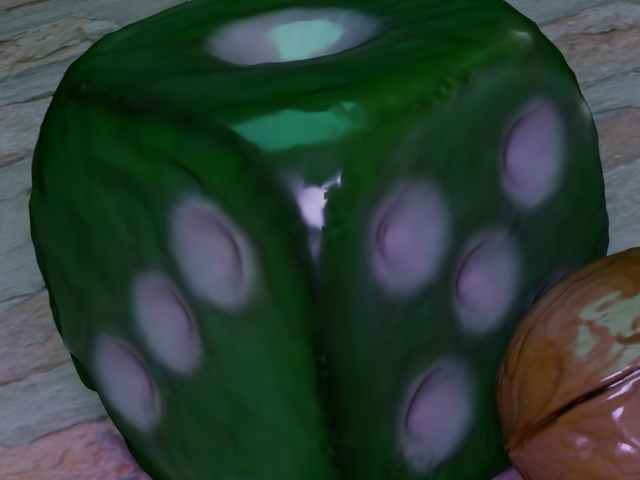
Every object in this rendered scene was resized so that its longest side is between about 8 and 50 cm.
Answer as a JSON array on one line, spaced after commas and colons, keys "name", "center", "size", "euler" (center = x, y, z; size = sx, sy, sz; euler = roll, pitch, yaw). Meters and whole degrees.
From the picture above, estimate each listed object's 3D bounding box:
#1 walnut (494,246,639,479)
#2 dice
[{"name": "walnut", "center": [0.199, 0.088, 1.148], "size": [0.207, 0.167, 0.167], "euler": [-23, 30, -23]}, {"name": "dice", "center": [0.000, 0.000, 1.251], "size": [0.297, 0.300, 0.287], "euler": [16, 34, 43]}]
